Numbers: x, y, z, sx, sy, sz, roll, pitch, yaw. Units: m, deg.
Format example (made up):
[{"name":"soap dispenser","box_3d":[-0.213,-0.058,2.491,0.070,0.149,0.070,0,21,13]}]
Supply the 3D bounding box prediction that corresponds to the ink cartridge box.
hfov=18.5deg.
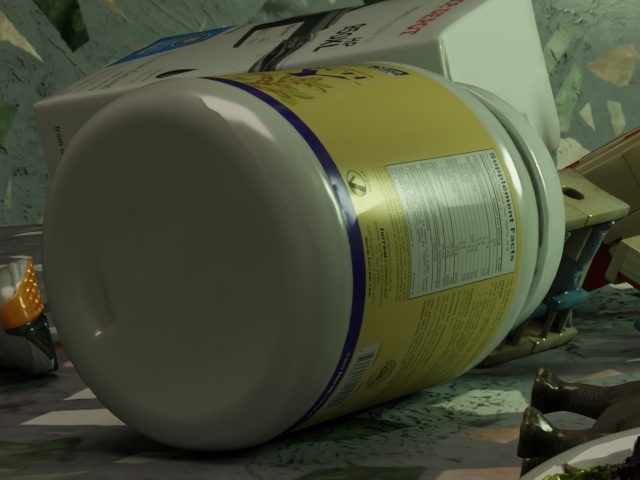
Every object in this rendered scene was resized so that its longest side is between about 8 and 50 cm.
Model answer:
[{"name":"ink cartridge box","box_3d":[-0.013,-0.109,1.789,0.395,0.166,0.285,-7,15,23]}]

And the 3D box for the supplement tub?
[{"name":"supplement tub","box_3d":[0.000,0.000,1.349,0.241,0.241,0.331,0,7,36]}]

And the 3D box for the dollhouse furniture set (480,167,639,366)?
[{"name":"dollhouse furniture set","box_3d":[0.202,0.049,1.500,0.184,0.129,0.129,35,29,31]}]

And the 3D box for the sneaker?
[{"name":"sneaker","box_3d":[-0.296,0.076,1.659,0.121,0.099,0.262,-14,0,-16]}]

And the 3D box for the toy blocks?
[{"name":"toy blocks","box_3d":[0.264,-0.031,1.754,0.261,0.191,0.381,-29,1,12]}]

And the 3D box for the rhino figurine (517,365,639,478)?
[{"name":"rhino figurine","box_3d":[0.142,0.115,0.903,0.106,0.073,0.243,7,10,8]}]

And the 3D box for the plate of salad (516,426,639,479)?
[{"name":"plate of salad","box_3d":[0.152,0.117,0.743,0.200,0.048,0.200,-6,28,3]}]
